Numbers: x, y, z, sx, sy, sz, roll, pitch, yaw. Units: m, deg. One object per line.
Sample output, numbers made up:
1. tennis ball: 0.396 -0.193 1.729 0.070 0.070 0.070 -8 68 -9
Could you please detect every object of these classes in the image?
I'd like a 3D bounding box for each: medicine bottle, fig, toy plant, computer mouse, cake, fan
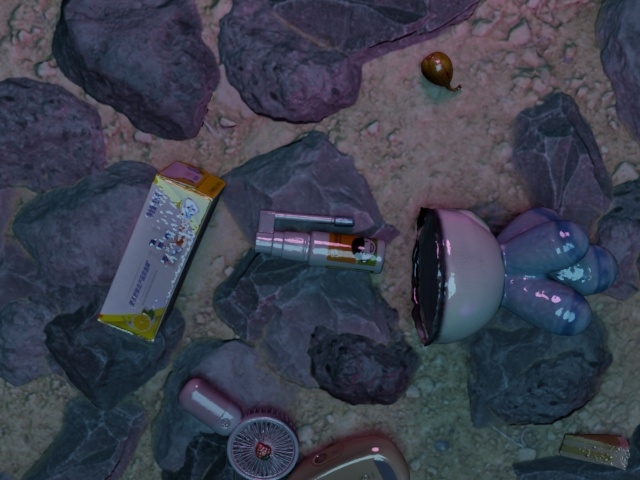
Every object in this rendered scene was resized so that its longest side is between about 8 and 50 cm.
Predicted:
1. medicine bottle: 0.000 0.000 1.392 0.220 0.061 0.092 7 79 -3
2. fig: 0.202 -0.272 1.335 0.050 0.050 0.083 -45 120 9
3. toy plant: 0.325 0.054 1.330 0.332 0.247 0.247 -1 104 -4
4. computer mouse: 0.046 0.443 1.487 0.236 0.082 0.145 -28 104 7
5. cake: 0.508 0.387 1.501 0.121 0.065 0.052 4 101 5
6. fan: -0.149 0.335 1.459 0.244 0.074 0.130 36 101 -9

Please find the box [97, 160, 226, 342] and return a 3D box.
1. box: -0.256 0.013 1.331 0.097 0.168 0.265 24 104 -4
